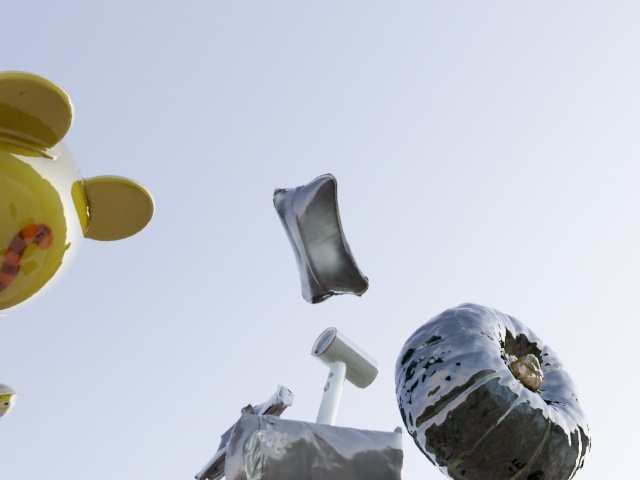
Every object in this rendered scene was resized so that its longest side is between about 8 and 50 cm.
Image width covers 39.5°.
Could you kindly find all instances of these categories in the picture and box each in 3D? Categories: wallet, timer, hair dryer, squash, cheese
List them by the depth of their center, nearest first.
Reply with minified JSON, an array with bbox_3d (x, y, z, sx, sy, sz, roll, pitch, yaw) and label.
[{"bbox_3d":[0.203,0.194,1.065,0.165,0.252,0.252,-40,-44,23],"label":"squash"},{"bbox_3d":[-0.473,-0.067,1.297,0.387,0.376,0.376,-24,-42,8],"label":"timer"},{"bbox_3d":[-0.574,0.283,1.490,0.157,0.064,0.250,-13,-11,-21],"label":"cheese"},{"bbox_3d":[0.037,0.284,1.708,0.131,0.236,0.073,40,-56,-16],"label":"hair dryer"},{"bbox_3d":[-0.146,0.378,1.732,0.231,0.069,0.170,-49,-3,2],"label":"wallet"}]

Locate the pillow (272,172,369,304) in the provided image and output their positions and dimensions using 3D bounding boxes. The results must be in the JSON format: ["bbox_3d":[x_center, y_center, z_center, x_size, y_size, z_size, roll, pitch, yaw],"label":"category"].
[{"bbox_3d":[-0.002,0.001,0.949,0.055,0.091,0.135,-21,-85,-23],"label":"pillow"}]

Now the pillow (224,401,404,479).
[{"bbox_3d":[-0.001,0.309,1.207,0.255,0.169,0.059,8,-31,-6],"label":"pillow"}]
